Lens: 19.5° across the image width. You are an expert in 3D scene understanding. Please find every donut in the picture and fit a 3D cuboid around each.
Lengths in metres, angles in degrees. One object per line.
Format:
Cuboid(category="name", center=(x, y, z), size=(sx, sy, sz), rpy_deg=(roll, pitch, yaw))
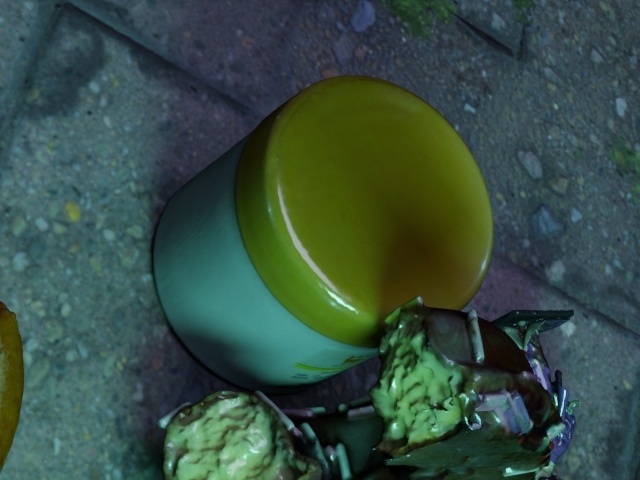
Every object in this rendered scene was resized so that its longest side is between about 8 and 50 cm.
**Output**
Cuboid(category="donut", center=(0.051, 0.171, 1.608), size=(0.259, 0.345, 0.136), rpy_deg=(24, 47, -55))

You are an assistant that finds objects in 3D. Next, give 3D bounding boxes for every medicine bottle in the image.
Cuboid(category="medicine bottle", center=(0.000, 0.000, 1.692), size=(0.238, 0.232, 0.237), rpy_deg=(13, 64, -28))

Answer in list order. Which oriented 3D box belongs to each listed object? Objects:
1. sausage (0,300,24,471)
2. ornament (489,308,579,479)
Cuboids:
Cuboid(category="sausage", center=(-0.311, 0.180, 1.504), size=(0.103, 0.076, 0.302), rpy_deg=(35, 55, -18))
Cuboid(category="ornament", center=(0.209, 0.169, 1.854), size=(0.081, 0.088, 0.203), rpy_deg=(9, 67, -30))
